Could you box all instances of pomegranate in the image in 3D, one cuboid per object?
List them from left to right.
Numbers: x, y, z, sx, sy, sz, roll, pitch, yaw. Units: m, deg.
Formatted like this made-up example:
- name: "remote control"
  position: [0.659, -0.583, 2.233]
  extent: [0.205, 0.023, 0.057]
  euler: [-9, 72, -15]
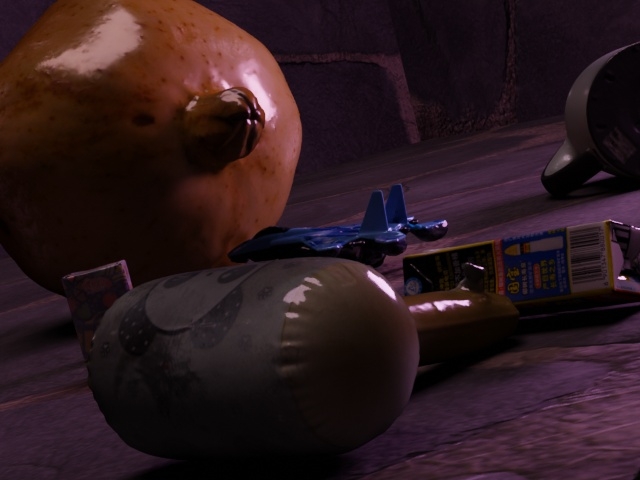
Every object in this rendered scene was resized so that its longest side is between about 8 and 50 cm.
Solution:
- name: "pomegranate"
  position: [-0.194, -0.105, 1.741]
  extent: [0.410, 0.410, 0.410]
  euler: [-14, 5, 1]

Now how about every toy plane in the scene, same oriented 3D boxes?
- name: "toy plane"
  position: [0.002, 0.008, 1.615]
  extent: [0.246, 0.078, 0.169]
  euler: [-18, 2, 34]

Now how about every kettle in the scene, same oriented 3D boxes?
- name: "kettle"
  position: [0.358, -0.136, 1.875]
  extent: [0.221, 0.161, 0.236]
  euler: [-45, 4, 2]

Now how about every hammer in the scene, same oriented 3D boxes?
- name: "hammer"
  position: [0.026, 0.060, 0.936]
  extent: [0.202, 0.113, 0.305]
  euler: [-5, 2, 43]

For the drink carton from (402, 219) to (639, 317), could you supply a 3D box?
- name: "drink carton"
  position: [0.144, 0.023, 1.082]
  extent: [0.166, 0.056, 0.071]
  euler: [-9, -15, 36]

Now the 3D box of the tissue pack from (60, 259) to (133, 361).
- name: "tissue pack"
  position: [-0.202, 0.065, 1.456]
  extent: [0.063, 0.083, 0.035]
  euler: [-14, 3, 3]
